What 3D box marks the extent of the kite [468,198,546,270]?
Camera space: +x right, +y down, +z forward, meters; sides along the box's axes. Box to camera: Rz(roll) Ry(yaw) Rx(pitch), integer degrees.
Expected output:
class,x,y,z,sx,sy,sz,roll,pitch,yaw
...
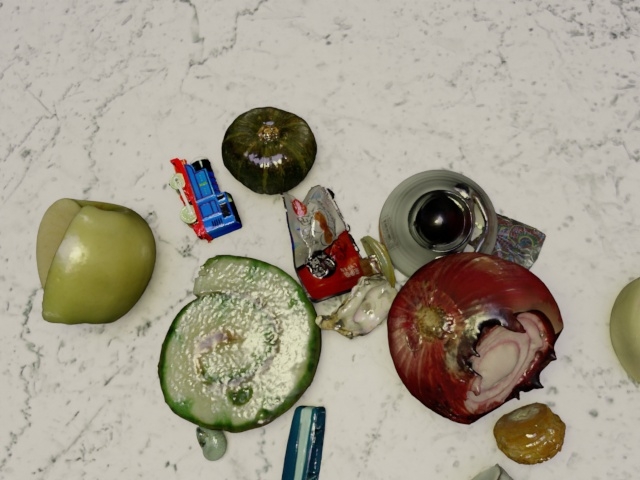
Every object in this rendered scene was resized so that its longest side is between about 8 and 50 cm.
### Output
class,x,y,z,sx,sy,sz,roll,pitch,yaw
kite,0.379,-0.031,1.324,0.285,0.015,0.152,38,79,9

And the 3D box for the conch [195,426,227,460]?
class,x,y,z,sx,sy,sz,roll,pitch,yaw
conch,-0.235,0.432,1.223,0.056,0.086,0.076,-21,40,-40

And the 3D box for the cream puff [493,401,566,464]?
class,x,y,z,sx,sy,sz,roll,pitch,yaw
cream puff,0.434,0.404,1.164,0.143,0.126,0.103,-27,92,6

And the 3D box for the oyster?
class,x,y,z,sx,sy,sz,roll,pitch,yaw
oyster,0.071,0.142,1.217,0.081,0.190,0.164,35,121,43

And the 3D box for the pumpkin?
class,x,y,z,sx,sy,sz,roll,pitch,yaw
pumpkin,-0.119,-0.209,1.321,0.223,0.157,0.224,3,61,-6

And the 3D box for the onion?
class,x,y,z,sx,sy,sz,roll,pitch,yaw
onion,0.283,0.182,1.132,0.340,0.341,0.342,-1,77,3

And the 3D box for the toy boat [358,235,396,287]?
class,x,y,z,sx,sy,sz,roll,pitch,yaw
toy boat,0.130,0.071,1.285,0.066,0.065,0.172,-19,88,-11

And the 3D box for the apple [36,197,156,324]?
class,x,y,z,sx,sy,sz,roll,pitch,yaw
apple,-0.483,0.048,1.232,0.233,0.295,0.258,6,96,-33

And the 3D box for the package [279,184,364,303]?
class,x,y,z,sx,sy,sz,roll,pitch,yaw
package,0.000,0.000,1.280,0.193,0.071,0.270,-17,82,-31

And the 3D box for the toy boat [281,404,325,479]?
class,x,y,z,sx,sy,sz,roll,pitch,yaw
toy boat,-0.043,0.498,1.185,0.061,0.096,0.300,6,79,15

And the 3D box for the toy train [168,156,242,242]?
class,x,y,z,sx,sy,sz,roll,pitch,yaw
toy train,-0.276,-0.103,1.341,0.130,0.083,0.204,-21,78,-2

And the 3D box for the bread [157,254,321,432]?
class,x,y,z,sx,sy,sz,roll,pitch,yaw
bread,-0.182,0.216,1.237,0.365,0.129,0.382,-24,76,-2

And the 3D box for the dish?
class,x,y,z,sx,sy,sz,roll,pitch,yaw
dish,0.266,-0.039,1.260,0.273,0.134,0.274,-1,82,6

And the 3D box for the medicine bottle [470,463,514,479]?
class,x,y,z,sx,sy,sz,roll,pitch,yaw
medicine bottle,0.397,0.624,1.079,0.190,0.190,0.332,-42,78,-7

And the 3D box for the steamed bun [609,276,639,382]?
class,x,y,z,sx,sy,sz,roll,pitch,yaw
steamed bun,0.703,0.176,1.161,0.154,0.200,0.250,3,74,5
